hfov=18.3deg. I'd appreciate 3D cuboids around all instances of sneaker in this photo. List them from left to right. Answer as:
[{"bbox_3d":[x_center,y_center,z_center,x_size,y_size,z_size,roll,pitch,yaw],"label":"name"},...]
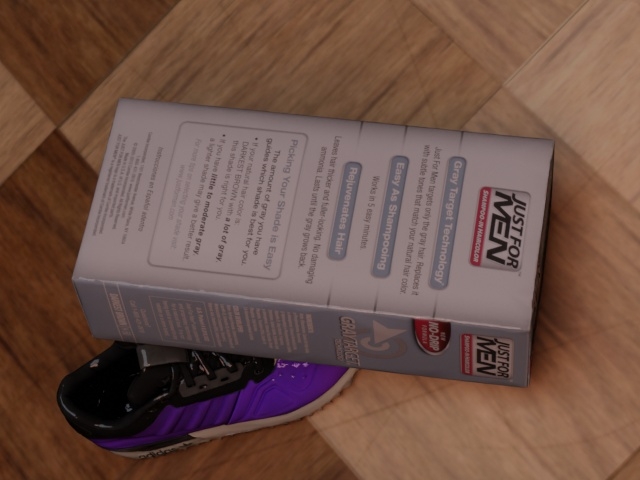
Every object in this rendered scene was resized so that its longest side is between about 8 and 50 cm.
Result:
[{"bbox_3d":[-0.102,0.112,1.736,0.293,0.146,0.102,-24,63,18],"label":"sneaker"}]

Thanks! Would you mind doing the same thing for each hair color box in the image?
[{"bbox_3d":[0.000,0.000,1.661,0.375,0.113,0.185,6,60,9],"label":"hair color box"}]
